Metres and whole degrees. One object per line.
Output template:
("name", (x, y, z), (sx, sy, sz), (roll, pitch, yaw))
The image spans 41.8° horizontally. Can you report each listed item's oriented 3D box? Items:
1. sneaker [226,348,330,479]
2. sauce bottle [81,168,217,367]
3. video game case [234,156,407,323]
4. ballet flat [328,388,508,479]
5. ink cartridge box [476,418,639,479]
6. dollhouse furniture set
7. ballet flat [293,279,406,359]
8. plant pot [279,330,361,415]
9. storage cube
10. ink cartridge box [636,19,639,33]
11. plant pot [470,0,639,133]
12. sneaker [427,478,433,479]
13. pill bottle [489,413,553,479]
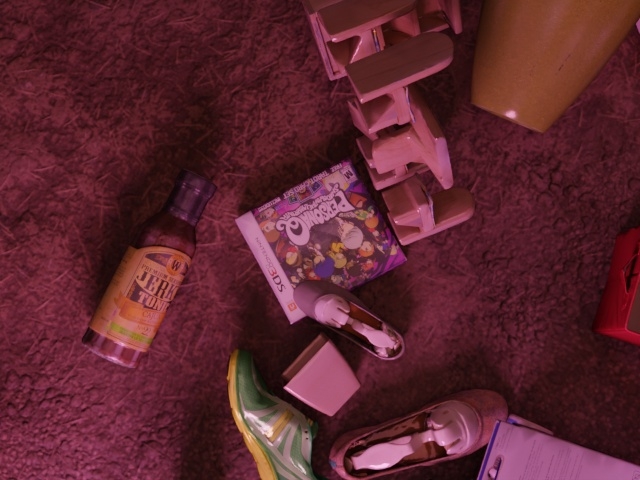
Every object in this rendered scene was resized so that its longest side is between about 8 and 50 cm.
("sneaker", (-0.070, 0.309, 1.399), (0.123, 0.109, 0.296), (-25, 91, -5))
("sauce bottle", (-0.284, 0.043, 1.429), (0.111, 0.111, 0.344), (25, 86, 5))
("video game case", (0.000, 0.000, 1.458), (0.232, 0.042, 0.210), (-28, 84, -2))
("ballet flat", (0.167, 0.329, 1.380), (0.316, 0.106, 0.108), (-21, 83, -1))
("ink cartridge box", (0.373, 0.396, 1.327), (0.332, 0.065, 0.165), (23, 85, -20))
("dollhouse furniture set", (0.156, -0.271, 1.340), (0.256, 0.362, 0.394), (-22, 53, 1))
("ballet flat", (0.053, 0.131, 1.402), (0.213, 0.068, 0.072), (31, 95, -10))
("plant pot", (0.006, 0.229, 1.403), (0.096, 0.109, 0.109), (44, 86, -4))
("storage cube", (0.571, 0.085, 1.351), (0.215, 0.193, 0.184), (16, 84, 5))
("ink cartridge box", (0.590, -0.431, 1.442), (0.078, 0.134, 0.231), (-19, 83, -1))
("plant pot", (0.370, -0.339, 1.393), (0.274, 0.275, 0.294), (24, 100, 5))
("sneaker", (0.155, 0.465, 1.369), (0.276, 0.097, 0.135), (-12, 83, -1))
("pill bottle", (0.324, 0.364, 1.384), (0.078, 0.078, 0.137), (24, 85, 5))
